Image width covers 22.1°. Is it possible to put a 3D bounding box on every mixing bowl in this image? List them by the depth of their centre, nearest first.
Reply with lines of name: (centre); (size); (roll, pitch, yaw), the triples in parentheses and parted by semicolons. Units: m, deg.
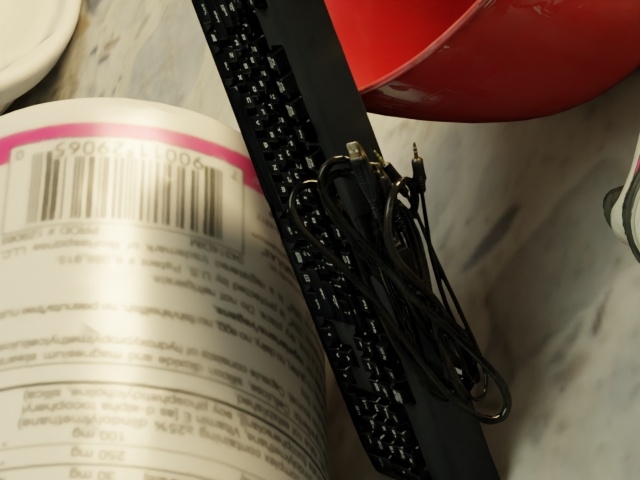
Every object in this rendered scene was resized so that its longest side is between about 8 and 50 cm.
mixing bowl: (0.067, -0.109, 0.551); (0.181, 0.098, 0.181); (-37, 40, 38)

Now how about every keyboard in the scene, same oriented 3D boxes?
keyboard: (0.000, 0.000, 0.509); (0.038, 0.192, 0.100); (-29, 16, -27)

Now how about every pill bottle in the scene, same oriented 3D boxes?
pill bottle: (-0.075, 0.105, 0.547); (0.160, 0.160, 0.283); (-38, 40, 37)

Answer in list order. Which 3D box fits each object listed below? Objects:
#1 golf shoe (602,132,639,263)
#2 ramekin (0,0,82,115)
golf shoe: (0.132, -0.075, 0.459); (0.086, 0.067, 0.186); (23, 87, 60)
ramekin: (-0.286, -0.150, 0.966); (0.127, 0.273, 0.273); (-52, 31, 42)
